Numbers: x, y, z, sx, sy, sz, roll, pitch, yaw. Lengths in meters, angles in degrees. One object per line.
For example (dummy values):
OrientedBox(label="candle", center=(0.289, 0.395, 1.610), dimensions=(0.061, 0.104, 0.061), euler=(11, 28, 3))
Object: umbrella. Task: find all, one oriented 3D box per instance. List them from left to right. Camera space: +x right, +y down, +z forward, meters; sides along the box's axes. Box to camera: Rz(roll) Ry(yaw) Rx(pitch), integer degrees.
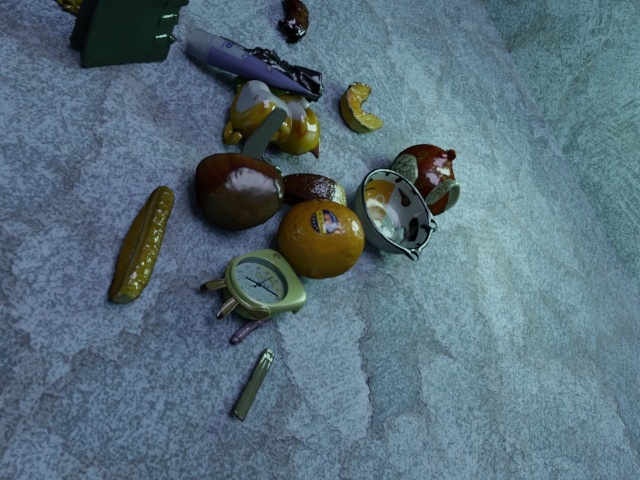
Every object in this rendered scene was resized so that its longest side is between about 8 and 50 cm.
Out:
OrientedBox(label="umbrella", center=(-0.145, -0.509, 1.674), dimensions=(0.340, 0.118, 0.118), euler=(22, 52, -19))

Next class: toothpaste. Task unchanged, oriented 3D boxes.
OrientedBox(label="toothpaste", center=(-0.180, -0.464, 1.548), dimensions=(0.372, 0.079, 0.125), euler=(25, 7, -5))

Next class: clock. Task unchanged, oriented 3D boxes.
OrientedBox(label="clock", center=(-0.154, 0.109, 1.294), dimensions=(0.232, 0.069, 0.170), euler=(-10, 57, -44))

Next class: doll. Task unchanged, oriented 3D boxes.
OrientedBox(label="doll", center=(-0.118, -0.325, 1.540), dimensions=(0.270, 0.162, 0.166), euler=(10, 40, -31))

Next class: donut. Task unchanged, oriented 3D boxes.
OrientedBox(label="donut", center=(-0.003, -0.119, 1.514), dimensions=(0.217, 0.141, 0.085), euler=(24, 68, -45))
OrientedBox(label="donut", center=(0.127, -0.435, 1.879), dimensions=(0.146, 0.078, 0.181), euler=(-11, 80, -43))

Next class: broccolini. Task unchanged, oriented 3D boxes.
OrientedBox(label="broccolini", center=(-0.083, -0.160, 1.544), dimensions=(0.216, 0.058, 0.067), euler=(29, 46, -26))

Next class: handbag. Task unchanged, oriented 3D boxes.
OrientedBox(label="handbag", center=(-0.431, -0.522, 1.318), dimensions=(0.260, 0.247, 0.079), euler=(-26, 78, -45))

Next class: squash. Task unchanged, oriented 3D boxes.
OrientedBox(label="squash", center=(-0.146, -0.425, 1.636), dimensions=(0.200, 0.075, 0.090), euler=(9, 38, -13))

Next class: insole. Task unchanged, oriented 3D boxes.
OrientedBox(label="insole", center=(-0.152, -0.264, 1.458), dimensions=(0.063, 0.192, 0.010), euler=(19, 31, -41))

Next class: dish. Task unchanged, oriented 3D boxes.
OrientedBox(label="dish", center=(0.198, -0.068, 1.688), dimensions=(0.303, 0.120, 0.302), euler=(19, 56, -31))

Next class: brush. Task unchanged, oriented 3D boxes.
OrientedBox(label="brush", center=(-0.147, 0.314, 1.237), dimensions=(0.034, 0.028, 0.190), euler=(46, 37, -16))

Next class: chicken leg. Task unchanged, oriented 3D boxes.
OrientedBox(label="chicken leg", center=(-0.085, -0.738, 1.881), dimensions=(0.105, 0.063, 0.233), euler=(31, 47, -30))

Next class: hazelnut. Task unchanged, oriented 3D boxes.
OrientedBox(label="hazelnut", center=(-0.196, -0.115, 1.348), dimensions=(0.210, 0.210, 0.186), euler=(1, 89, -41))

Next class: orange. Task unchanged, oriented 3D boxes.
OrientedBox(label="orange", center=(0.002, -0.002, 1.412), dimensions=(0.219, 0.219, 0.192), euler=(-1, 74, -41))

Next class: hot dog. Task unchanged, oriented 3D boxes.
OrientedBox(label="hot dog", center=(-0.367, 0.006, 1.190), dimensions=(0.068, 0.083, 0.288), euler=(46, 41, -38))

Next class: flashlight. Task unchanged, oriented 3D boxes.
OrientedBox(label="flashlight", center=(-0.163, 0.200, 1.284), dimensions=(0.052, 0.031, 0.110), euler=(36, 46, 14))

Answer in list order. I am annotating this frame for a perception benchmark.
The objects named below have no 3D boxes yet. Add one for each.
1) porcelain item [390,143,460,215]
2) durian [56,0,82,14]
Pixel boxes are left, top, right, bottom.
OrientedBox(label="porcelain item", center=(0.354, -0.208, 1.830), dimensions=(0.253, 0.253, 0.252), euler=(21, 54, -31))
OrientedBox(label="durian", center=(-0.566, -0.633, 1.381), dimensions=(0.305, 0.186, 0.195), euler=(24, 75, -39))
